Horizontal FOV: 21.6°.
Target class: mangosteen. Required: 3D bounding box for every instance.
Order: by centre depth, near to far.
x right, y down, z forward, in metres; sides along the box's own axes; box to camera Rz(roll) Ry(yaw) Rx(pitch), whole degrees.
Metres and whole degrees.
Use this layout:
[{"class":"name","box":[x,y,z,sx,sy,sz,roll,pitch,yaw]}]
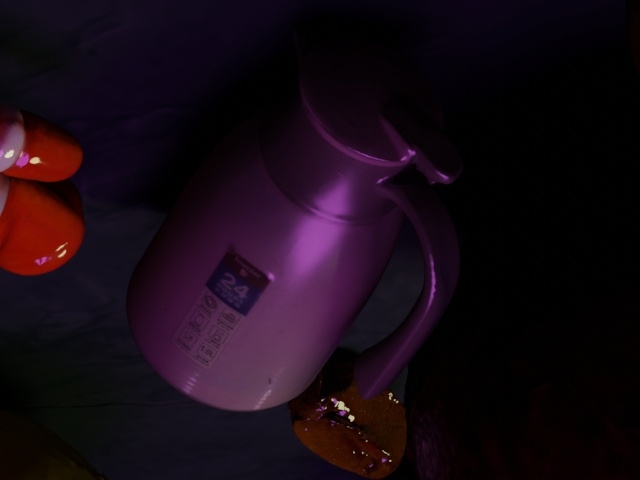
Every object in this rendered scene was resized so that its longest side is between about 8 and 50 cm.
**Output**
[{"class":"mangosteen","box":[0.184,0.092,0.793,0.297,0.293,0.297,-5,-169,1]}]

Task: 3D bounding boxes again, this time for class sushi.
[{"class":"sushi","box":[0.018,0.105,1.042,0.052,0.055,0.120,-13,143,37]}]

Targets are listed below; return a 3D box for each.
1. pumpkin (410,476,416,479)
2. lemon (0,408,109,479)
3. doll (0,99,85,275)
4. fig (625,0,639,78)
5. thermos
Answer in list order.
[{"class":"pumpkin","box":[0.121,0.215,1.191,0.167,0.125,0.167,-15,169,-3]},{"class":"lemon","box":[-0.237,0.234,1.002,0.297,0.297,0.297,-4,152,-2]},{"class":"doll","box":[-0.222,-0.048,0.664,0.199,0.105,0.336,-12,159,17]},{"class":"fig","box":[0.210,-0.093,0.674,0.124,0.124,0.236,-27,169,35]},{"class":"thermos","box":[0.000,0.000,0.760,0.105,0.137,0.193,-24,160,-38]}]
